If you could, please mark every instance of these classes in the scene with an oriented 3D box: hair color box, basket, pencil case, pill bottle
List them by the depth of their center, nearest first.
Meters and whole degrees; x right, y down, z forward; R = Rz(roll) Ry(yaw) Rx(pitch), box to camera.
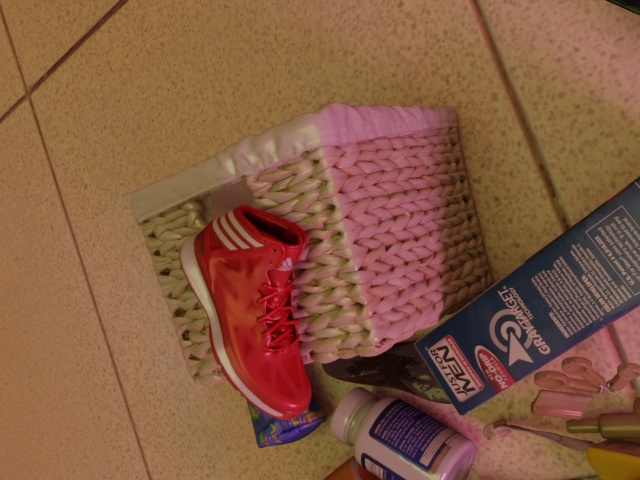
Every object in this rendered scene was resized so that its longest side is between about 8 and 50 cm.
[{"bbox_3d":[0.286,0.052,0.775,0.347,0.174,0.105,-44,70,33],"label":"hair color box"},{"bbox_3d":[0.000,0.000,0.890,0.328,0.331,0.266,-17,88,37],"label":"basket"},{"bbox_3d":[0.111,0.287,0.984,0.187,0.112,0.112,26,112,32],"label":"pill bottle"},{"bbox_3d":[-0.102,0.181,1.121,0.119,0.133,0.306,-26,80,4],"label":"pencil case"}]

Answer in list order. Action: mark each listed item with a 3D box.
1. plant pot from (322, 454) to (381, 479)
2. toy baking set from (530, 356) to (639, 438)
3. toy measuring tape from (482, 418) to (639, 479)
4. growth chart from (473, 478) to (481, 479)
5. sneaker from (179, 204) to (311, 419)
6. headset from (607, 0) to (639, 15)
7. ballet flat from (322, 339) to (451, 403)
[{"bbox_3d":[0.044,0.427,1.018,0.205,0.205,0.188,41,104,25],"label":"plant pot"},{"bbox_3d":[0.351,0.174,0.751,0.256,0.197,0.030,-7,55,26],"label":"toy baking set"},{"bbox_3d":[0.341,0.295,0.817,0.330,0.121,0.121,0,97,46],"label":"toy measuring tape"},{"bbox_3d":[0.173,0.425,0.899,0.237,0.021,0.172,-58,17,2],"label":"growth chart"},{"bbox_3d":[-0.052,0.066,0.699,0.128,0.087,0.221,-37,83,38],"label":"sneaker"},{"bbox_3d":[0.404,-0.151,0.628,0.394,0.243,0.185,27,115,10],"label":"headset"},{"bbox_3d":[0.118,0.186,1.006,0.250,0.058,0.084,-1,75,32],"label":"ballet flat"}]
